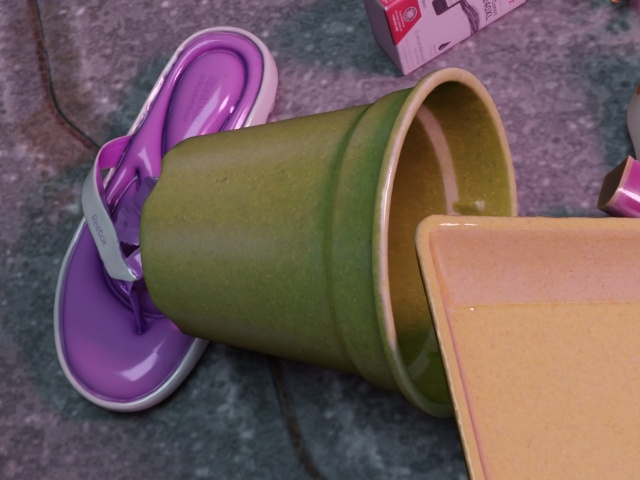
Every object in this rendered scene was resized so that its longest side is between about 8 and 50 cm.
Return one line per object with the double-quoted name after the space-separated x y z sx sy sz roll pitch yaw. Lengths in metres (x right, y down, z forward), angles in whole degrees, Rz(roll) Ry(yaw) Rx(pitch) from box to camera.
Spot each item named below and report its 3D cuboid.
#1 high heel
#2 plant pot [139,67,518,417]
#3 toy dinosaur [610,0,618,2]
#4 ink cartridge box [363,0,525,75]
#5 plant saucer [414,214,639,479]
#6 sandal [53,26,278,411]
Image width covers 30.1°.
0.334 -0.088 1.061 0.117 0.082 0.244 31 55 -6 "high heel"
0.000 0.000 1.000 0.254 0.276 0.276 1 62 29 "plant pot"
0.296 -0.280 1.182 0.112 0.064 0.211 -9 47 -2 "toy dinosaur"
0.121 -0.249 1.169 0.150 0.109 0.063 -32 58 -4 "ink cartridge box"
0.234 0.146 0.867 0.333 0.081 0.332 0 62 -21 "plant saucer"
-0.160 -0.044 1.136 0.169 0.102 0.416 5 64 18 "sandal"
